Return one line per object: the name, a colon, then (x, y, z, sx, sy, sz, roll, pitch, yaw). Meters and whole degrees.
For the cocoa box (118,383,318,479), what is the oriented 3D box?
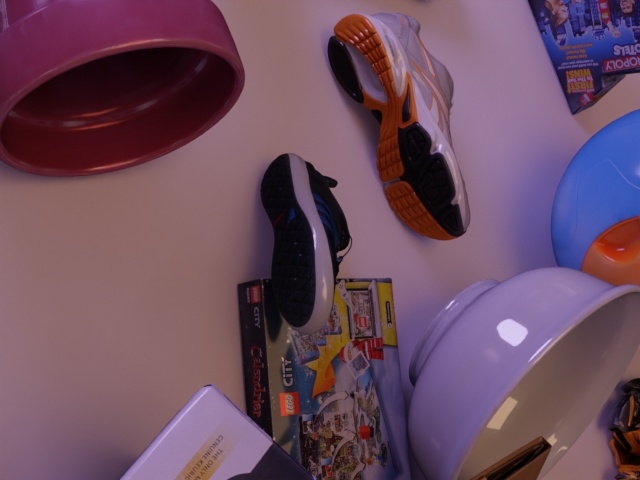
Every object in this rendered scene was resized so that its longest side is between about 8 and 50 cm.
cocoa box: (-0.120, 0.317, 0.573, 0.228, 0.231, 0.347, 41, 56, 1)

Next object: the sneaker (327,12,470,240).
sneaker: (0.115, -0.132, 0.963, 0.121, 0.099, 0.263, -28, 98, -41)

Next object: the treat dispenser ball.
treat dispenser ball: (0.416, -0.016, 1.031, 0.288, 0.288, 0.288, 9, 75, -34)

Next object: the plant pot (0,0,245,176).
plant pot: (-0.184, -0.174, 0.706, 0.201, 0.201, 0.180, -11, 71, -37)

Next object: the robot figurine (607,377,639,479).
robot figurine: (0.483, 0.263, 1.148, 0.291, 0.085, 0.211, -14, 88, -37)

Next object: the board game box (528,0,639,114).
board game box: (0.365, -0.264, 1.139, 0.060, 0.194, 0.194, -27, 111, -36)

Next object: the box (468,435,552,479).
box: (0.136, 0.290, 0.847, 0.164, 0.021, 0.201, -20, 136, -37)

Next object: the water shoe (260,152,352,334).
water shoe: (0.000, 0.000, 0.822, 0.080, 0.073, 0.203, 19, 43, -32)

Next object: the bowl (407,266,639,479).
bowl: (0.184, 0.134, 0.893, 0.297, 0.134, 0.298, -31, 142, -28)

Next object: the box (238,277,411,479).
box: (0.007, 0.153, 0.851, 0.159, 0.044, 0.233, 2, 79, -36)
